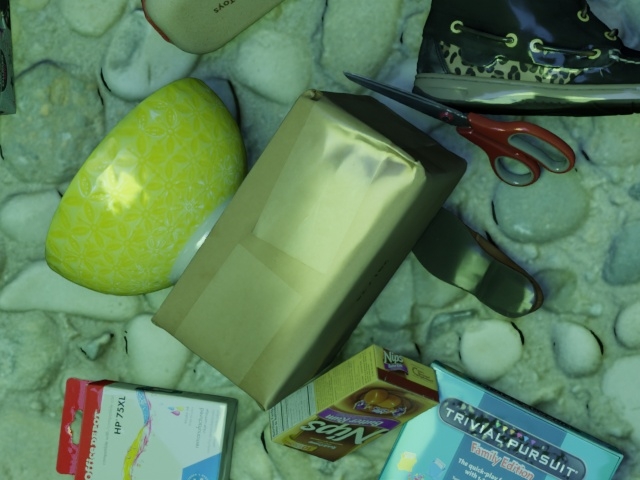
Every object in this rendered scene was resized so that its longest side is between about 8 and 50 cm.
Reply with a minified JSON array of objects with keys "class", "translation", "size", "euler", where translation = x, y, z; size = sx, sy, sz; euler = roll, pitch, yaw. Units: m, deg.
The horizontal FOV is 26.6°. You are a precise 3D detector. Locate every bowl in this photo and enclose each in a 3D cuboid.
[{"class":"bowl","translation":[-0.172,-0.032,1.606],"size":[0.156,0.289,0.289],"euler":[37,93,10]}]

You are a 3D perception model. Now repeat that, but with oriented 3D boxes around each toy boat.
[{"class":"toy boat","translation":[-0.129,-0.356,1.704],"size":[0.231,0.151,0.151],"euler":[-35,56,5]}]

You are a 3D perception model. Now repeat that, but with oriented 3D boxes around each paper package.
[{"class":"paper package","translation":[0.000,0.000,1.559],"size":[0.168,0.309,0.325],"euler":[36,103,10]}]

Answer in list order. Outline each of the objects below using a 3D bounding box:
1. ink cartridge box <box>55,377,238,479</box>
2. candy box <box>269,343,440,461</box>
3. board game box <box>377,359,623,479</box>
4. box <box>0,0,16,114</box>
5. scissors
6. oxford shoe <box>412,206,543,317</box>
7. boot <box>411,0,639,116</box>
[{"class":"ink cartridge box","translation":[-0.230,0.253,1.715],"size":[0.231,0.078,0.134],"euler":[6,89,8]},{"class":"candy box","translation":[0.039,0.199,1.628],"size":[0.186,0.109,0.053],"euler":[-34,47,35]},{"class":"board game box","translation":[0.180,0.353,1.659],"size":[0.253,0.079,0.336],"euler":[26,92,7]},{"class":"box","translation":[-0.489,-0.283,1.732],"size":[0.163,0.142,0.247],"euler":[-4,89,6]},{"class":"scissors","translation":[0.172,-0.149,1.618],"size":[0.297,0.109,0.021],"euler":[31,55,-21]},{"class":"oxford shoe","translation":[0.186,0.025,1.677],"size":[0.212,0.076,0.076],"euler":[41,107,22]},{"class":"boot","translation":[0.300,-0.295,1.635],"size":[0.377,0.138,0.284],"euler":[1,89,16]}]
